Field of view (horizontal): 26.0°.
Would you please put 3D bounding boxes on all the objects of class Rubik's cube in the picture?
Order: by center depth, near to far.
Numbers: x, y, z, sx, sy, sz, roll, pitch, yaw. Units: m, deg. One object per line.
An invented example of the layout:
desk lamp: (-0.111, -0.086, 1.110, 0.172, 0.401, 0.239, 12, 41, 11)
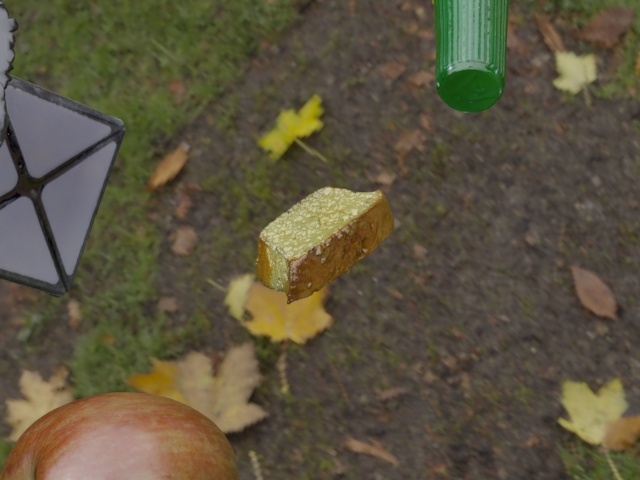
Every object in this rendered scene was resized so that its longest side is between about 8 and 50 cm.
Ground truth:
Rubik's cube: (-0.442, -0.091, 1.761, 0.260, 0.255, 0.259, 21, 91, 41)

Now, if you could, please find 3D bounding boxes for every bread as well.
bread: (0.000, 0.000, 1.548, 0.103, 0.065, 0.187, 16, 40, 41)

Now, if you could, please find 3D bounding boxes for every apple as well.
apple: (-0.157, 0.212, 1.082, 0.188, 0.174, 0.188, -15, 71, 52)

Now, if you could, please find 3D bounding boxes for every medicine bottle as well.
medicine bottle: (0.107, -0.194, 0.987, 0.095, 0.064, 0.260, -10, 46, 17)

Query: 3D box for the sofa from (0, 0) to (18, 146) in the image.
sofa: (-0.355, -0.131, 1.144, 0.200, 0.182, 0.258, -38, 66, 63)
